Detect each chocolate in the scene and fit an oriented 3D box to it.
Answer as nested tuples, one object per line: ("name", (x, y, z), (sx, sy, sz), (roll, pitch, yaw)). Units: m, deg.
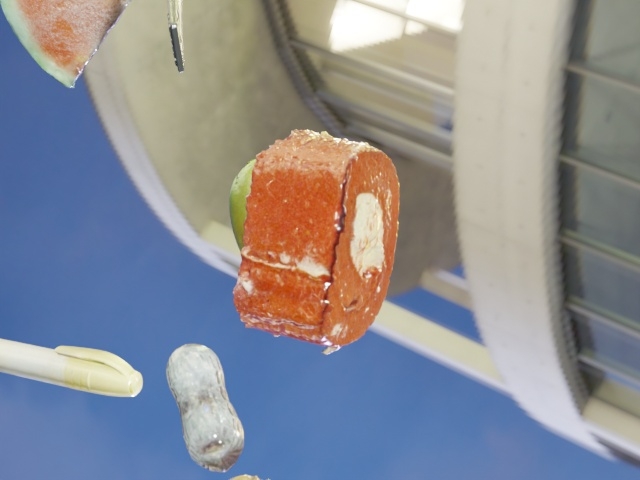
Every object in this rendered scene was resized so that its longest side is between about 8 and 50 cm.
("chocolate", (-0.139, 0.202, 1.781), (0.072, 0.167, 0.072), (-19, -21, -8))

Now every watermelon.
("watermelon", (-0.323, -0.290, 1.810), (0.136, 0.202, 0.207), (-16, -82, -33))

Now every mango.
("mango", (-0.069, -0.011, 2.237), (0.111, 0.125, 0.233), (-30, -70, -48))

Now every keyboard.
("keyboard", (-0.133, -0.214, 1.358), (0.155, 0.010, 0.053), (-98, 1, -52))

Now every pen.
("pen", (-0.262, 0.106, 1.336), (0.032, 0.233, 0.040), (-40, -46, -55))

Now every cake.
("cake", (0.000, 0.000, 1.898), (0.177, 0.151, 0.283), (-11, -71, -63))

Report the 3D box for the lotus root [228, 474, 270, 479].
("lotus root", (-0.162, 0.553, 2.458), (0.343, 0.169, 0.151), (-64, -17, 5))
